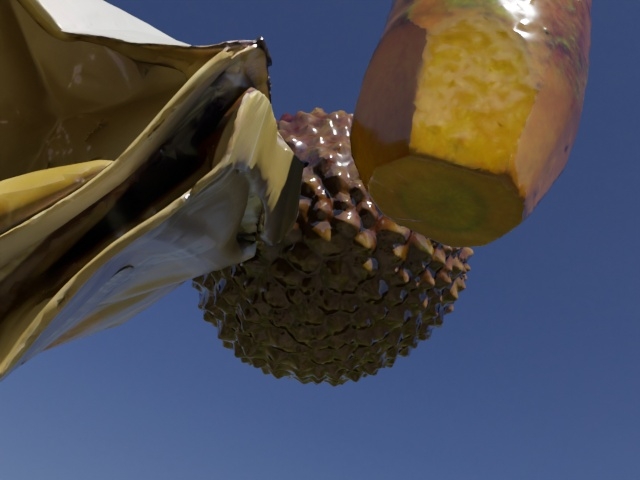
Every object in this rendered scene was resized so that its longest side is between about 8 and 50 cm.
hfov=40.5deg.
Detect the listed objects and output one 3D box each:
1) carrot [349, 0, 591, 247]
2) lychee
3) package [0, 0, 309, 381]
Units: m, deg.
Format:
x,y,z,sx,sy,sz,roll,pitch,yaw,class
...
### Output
x,y,z,sx,sy,sz,roll,pitch,yaw,class
0.101,-0.137,0.487,0.114,0.302,0.114,14,-32,9,carrot
0.000,0.000,0.773,0.267,0.267,0.267,11,-34,8,lychee
-0.094,-0.023,0.470,0.165,0.221,0.311,12,-2,-2,package
